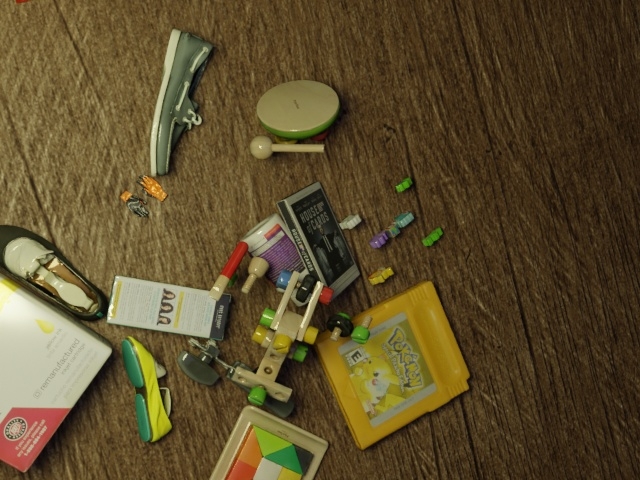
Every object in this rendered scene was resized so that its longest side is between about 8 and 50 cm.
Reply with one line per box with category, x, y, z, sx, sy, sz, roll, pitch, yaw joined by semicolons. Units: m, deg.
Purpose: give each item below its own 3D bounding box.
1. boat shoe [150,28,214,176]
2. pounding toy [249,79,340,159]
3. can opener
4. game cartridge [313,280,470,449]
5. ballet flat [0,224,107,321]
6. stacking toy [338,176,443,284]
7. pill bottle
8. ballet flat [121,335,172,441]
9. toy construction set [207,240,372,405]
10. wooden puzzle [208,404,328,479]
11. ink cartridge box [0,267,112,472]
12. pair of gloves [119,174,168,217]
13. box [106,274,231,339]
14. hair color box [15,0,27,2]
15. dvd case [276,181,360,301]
boat shoe;-0.294;-0.284;1.523;0.099;0.116;0.320;11;81;-13
pounding toy;-0.049;-0.240;1.596;0.182;0.110;0.237;4;48;11
can opener;-0.183;0.303;1.570;0.280;0.074;0.093;36;77;-16
game cartridge;0.174;0.287;1.695;0.323;0.052;0.285;-25;97;-15
ballet flat;-0.542;0.061;1.446;0.280;0.096;0.095;37;79;-13
stacking toy;0.166;-0.026;1.699;0.221;0.052;0.167;-36;105;-20
pill bottle;-0.078;0.046;1.588;0.108;0.108;0.193;-40;100;-14
ballet flat;-0.358;0.306;1.522;0.077;0.077;0.231;-14;97;-39
toy construction set;-0.109;0.187;1.468;0.309;0.257;0.237;41;55;-20
wooden puzzle;-0.119;0.514;1.601;0.220;0.044;0.239;29;81;-15
ink cartridge box;-0.639;0.210;1.379;0.384;0.160;0.279;37;79;-14
pair of gloves;-0.377;-0.094;1.546;0.074;0.010;0.083;45;78;-12
box;-0.321;0.142;1.534;0.244;0.060;0.101;12;86;-17
hair color box;-0.551;-0.552;1.477;0.167;0.053;0.093;-19;94;-18
dvd case;0.000;0.000;1.597;0.239;0.029;0.179;66;29;-7
